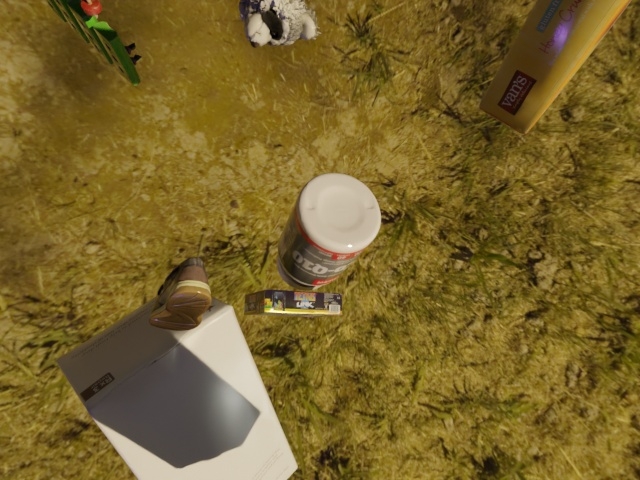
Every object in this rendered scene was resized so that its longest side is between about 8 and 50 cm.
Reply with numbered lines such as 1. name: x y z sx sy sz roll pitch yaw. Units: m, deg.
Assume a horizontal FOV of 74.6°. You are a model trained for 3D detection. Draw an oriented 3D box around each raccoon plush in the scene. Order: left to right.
1. raccoon plush: -0.072 -0.650 0.909 0.446 0.299 0.216 -54 48 17

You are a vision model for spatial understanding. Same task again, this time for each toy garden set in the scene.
1. toy garden set: -0.399 -0.402 0.684 0.244 0.204 0.049 42 75 10

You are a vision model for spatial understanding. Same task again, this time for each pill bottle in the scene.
1. pill bottle: 0.000 0.000 0.872 0.161 0.283 0.161 7 64 -14

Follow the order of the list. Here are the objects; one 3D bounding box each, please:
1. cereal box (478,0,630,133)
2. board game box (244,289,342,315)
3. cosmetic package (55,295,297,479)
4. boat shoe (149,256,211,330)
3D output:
1. cereal box: 0.217 -0.208 0.293 0.047 0.173 0.240 37 66 15
2. board game box: -0.060 0.135 0.889 0.170 0.141 0.048 7 77 -26
3. cosmetic package: -0.201 0.286 0.666 0.217 0.156 0.385 -34 122 -35
4. boat shoe: -0.154 0.065 0.472 0.056 0.152 0.049 17 58 -27
